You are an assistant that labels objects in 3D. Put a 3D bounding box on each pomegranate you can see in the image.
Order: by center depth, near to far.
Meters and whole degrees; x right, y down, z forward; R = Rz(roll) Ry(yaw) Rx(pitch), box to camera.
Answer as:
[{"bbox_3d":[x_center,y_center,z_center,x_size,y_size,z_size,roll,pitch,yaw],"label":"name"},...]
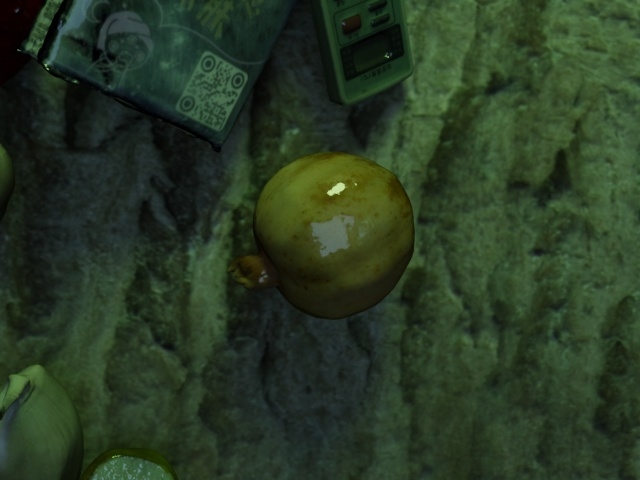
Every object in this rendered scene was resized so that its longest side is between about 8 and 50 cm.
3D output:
[{"bbox_3d":[0.015,-0.007,1.039,0.207,0.207,0.207,-1,99,-7],"label":"pomegranate"}]

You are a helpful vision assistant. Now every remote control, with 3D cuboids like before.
[{"bbox_3d":[0.041,-0.306,1.005,0.123,0.038,0.285,-28,126,-26],"label":"remote control"}]

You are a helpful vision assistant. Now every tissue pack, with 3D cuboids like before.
[{"bbox_3d":[-0.141,-0.309,0.965,0.259,0.122,0.361,22,96,-42],"label":"tissue pack"}]

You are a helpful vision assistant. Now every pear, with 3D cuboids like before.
[{"bbox_3d":[-0.255,0.335,1.108,0.141,0.104,0.141,5,79,-26],"label":"pear"}]

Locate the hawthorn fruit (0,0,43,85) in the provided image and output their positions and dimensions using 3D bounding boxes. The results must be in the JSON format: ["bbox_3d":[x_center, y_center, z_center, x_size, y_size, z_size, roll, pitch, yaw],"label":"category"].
[{"bbox_3d":[-0.421,-0.279,0.908,0.230,0.266,0.210,-16,78,-5],"label":"hawthorn fruit"}]

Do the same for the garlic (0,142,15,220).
[{"bbox_3d":[-0.464,-0.073,0.965,0.228,0.228,0.152,-22,73,-3],"label":"garlic"}]

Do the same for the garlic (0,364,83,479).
[{"bbox_3d":[-0.416,0.280,1.015,0.232,0.246,0.339,11,109,4],"label":"garlic"}]
